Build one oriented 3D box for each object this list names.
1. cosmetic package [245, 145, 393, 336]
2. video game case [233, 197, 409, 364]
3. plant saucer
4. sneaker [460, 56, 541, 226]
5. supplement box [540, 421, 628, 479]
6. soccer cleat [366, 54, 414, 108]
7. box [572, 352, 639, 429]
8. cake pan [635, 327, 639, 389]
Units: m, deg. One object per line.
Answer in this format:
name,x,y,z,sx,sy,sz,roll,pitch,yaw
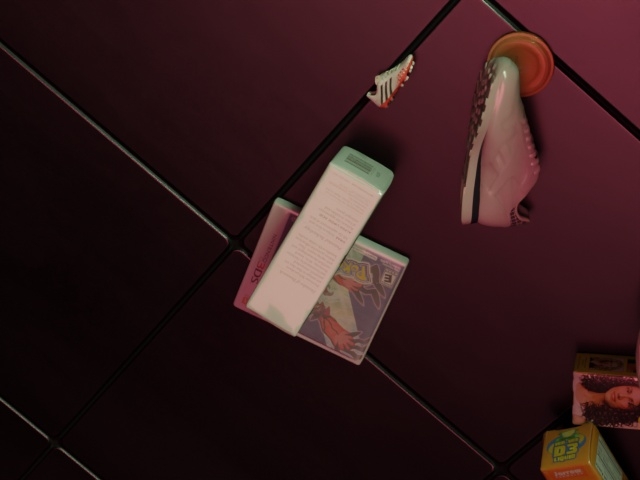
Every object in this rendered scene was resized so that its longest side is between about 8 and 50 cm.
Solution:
cosmetic package,0.000,0.000,1.756,0.085,0.117,0.231,30,109,2
video game case,-0.002,0.059,1.862,0.201,0.023,0.183,25,120,3
plant saucer,0.246,-0.216,1.659,0.083,0.013,0.083,6,116,13
sneaker,0.230,-0.121,1.676,0.095,0.090,0.235,6,127,3
supplement box,0.382,0.355,1.832,0.078,0.080,0.233,-18,120,30
soccer cleat,0.089,-0.205,1.704,0.035,0.029,0.083,31,124,-4
box,0.452,0.204,1.778,0.232,0.058,0.087,1,116,15
cake pan,0.544,0.148,1.678,0.293,0.054,0.293,1,96,15
